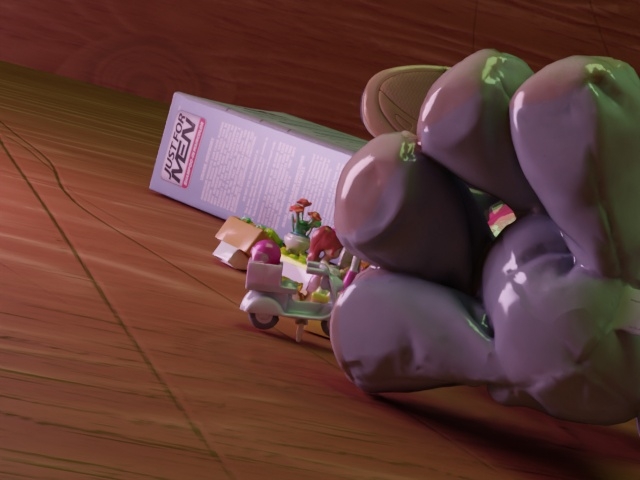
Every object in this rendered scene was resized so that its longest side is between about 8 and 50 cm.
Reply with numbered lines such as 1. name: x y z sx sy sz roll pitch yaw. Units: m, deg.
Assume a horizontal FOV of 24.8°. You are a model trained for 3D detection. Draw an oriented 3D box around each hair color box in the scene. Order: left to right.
1. hair color box: 0.027 -0.045 1.481 0.374 0.113 0.185 22 10 36

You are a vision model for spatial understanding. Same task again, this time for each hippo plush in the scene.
1. hippo plush: 0.176 0.012 0.898 0.294 0.234 0.236 20 9 36

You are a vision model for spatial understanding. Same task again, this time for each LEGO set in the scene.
1. LEGO set: 0.000 0.000 1.109 0.132 0.107 0.287 15 8 -10

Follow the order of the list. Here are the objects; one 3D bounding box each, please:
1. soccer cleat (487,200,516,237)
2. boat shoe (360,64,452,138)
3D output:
1. soccer cleat: 0.225 0.036 1.312 0.331 0.116 0.143 -11 56 -49
2. boat shoe: 0.164 -0.096 1.374 0.285 0.103 0.092 8 -9 -17
